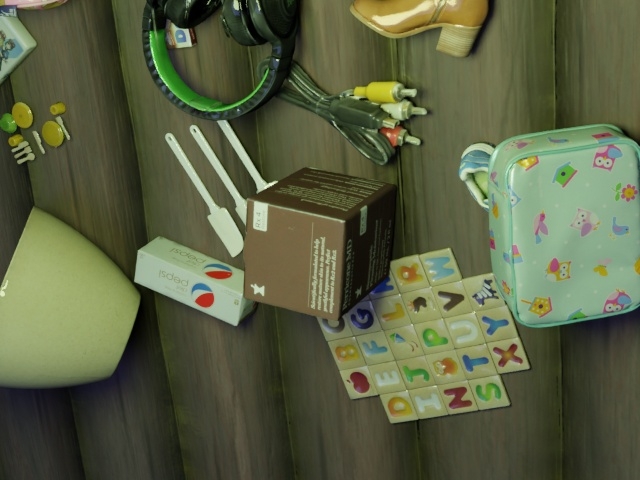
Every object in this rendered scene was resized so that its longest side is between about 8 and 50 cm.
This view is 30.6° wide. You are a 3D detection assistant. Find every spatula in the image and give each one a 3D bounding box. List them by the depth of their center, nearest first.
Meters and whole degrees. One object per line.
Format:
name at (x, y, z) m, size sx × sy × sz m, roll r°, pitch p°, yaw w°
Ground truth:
spatula at (-0.154, -0.104, 1.978) m, size 0.168 × 0.019 × 0.242 m, roll -26°, pitch 97°, yaw 39°

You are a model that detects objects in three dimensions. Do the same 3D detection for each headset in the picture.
headset at (-0.157, -0.371, 1.755) m, size 0.243 × 0.185 × 0.394 m, roll 19°, pitch 111°, yaw 18°

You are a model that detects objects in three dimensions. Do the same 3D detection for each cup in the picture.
cup at (-0.461, 0.133, 2.092) m, size 0.237 × 0.331 × 0.331 m, roll 21°, pitch 124°, yaw -12°

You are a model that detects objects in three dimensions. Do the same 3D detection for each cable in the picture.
cable at (0.033, -0.210, 1.825) m, size 0.287 × 0.072 × 0.139 m, roll 24°, pitch 139°, yaw 31°

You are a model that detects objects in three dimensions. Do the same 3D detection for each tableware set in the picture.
tableware set at (-0.516, -0.207, 2.118) m, size 0.154 × 0.024 × 0.104 m, roll -21°, pitch 98°, yaw 34°

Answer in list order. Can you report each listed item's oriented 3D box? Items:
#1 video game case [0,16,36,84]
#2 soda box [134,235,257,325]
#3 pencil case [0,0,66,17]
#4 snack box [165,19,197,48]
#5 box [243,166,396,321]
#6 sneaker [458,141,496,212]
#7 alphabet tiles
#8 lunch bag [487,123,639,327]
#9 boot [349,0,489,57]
video game case at (-0.698, -0.399, 2.120) m, size 0.300 × 0.036 × 0.329 m, roll -35°, pitch 92°, yaw 34°
soda box at (-0.216, 0.070, 2.050) m, size 0.216 × 0.074 × 0.069 m, roll 21°, pitch 120°, yaw 18°
pencil case at (-0.505, -0.559, 1.874) m, size 0.160 × 0.167 × 0.386 m, roll 12°, pitch 118°, yaw 49°
snack box at (-0.249, -0.400, 1.890) m, size 0.064 × 0.022 × 0.178 m, roll -2°, pitch 110°, yaw 27°
box at (0.000, 0.000, 1.822) m, size 0.167 × 0.203 × 0.168 m, roll 13°, pitch 114°, yaw 22°
sneaker at (0.281, -0.050, 1.732) m, size 0.211 × 0.081 × 0.080 m, roll 43°, pitch 123°, yaw 1°
alphabet tiles at (0.163, 0.163, 1.931) m, size 0.343 × 0.011 × 0.285 m, roll -14°, pitch 105°, yaw 32°
lunch bag at (0.356, -0.018, 1.651) m, size 0.224 × 0.108 × 0.279 m, roll -11°, pitch 113°, yaw -6°
boot at (0.148, -0.362, 1.672) m, size 0.197 × 0.073 × 0.152 m, roll 18°, pitch 120°, yaw 6°
